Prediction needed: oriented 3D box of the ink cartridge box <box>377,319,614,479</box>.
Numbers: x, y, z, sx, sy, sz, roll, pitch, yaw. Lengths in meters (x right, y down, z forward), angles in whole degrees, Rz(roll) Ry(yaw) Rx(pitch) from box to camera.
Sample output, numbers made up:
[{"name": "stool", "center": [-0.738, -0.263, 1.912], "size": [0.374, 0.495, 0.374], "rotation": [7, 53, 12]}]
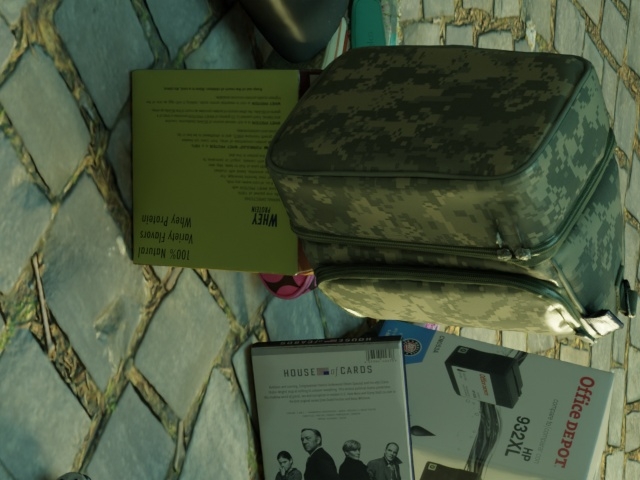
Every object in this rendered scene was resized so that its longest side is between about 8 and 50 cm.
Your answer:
[{"name": "ink cartridge box", "center": [0.194, 0.241, 1.994], "size": [0.223, 0.307, 0.129], "rotation": [-60, 158, -51]}]

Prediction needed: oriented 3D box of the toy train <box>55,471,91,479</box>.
[{"name": "toy train", "center": [-0.226, 0.303, 1.528], "size": [0.105, 0.080, 0.184], "rotation": [-69, 146, -49]}]

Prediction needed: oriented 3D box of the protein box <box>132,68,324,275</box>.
[{"name": "protein box", "center": [-0.076, -0.075, 1.644], "size": [0.136, 0.199, 0.201], "rotation": [-9, 101, -61]}]

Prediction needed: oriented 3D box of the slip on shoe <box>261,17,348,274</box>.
[{"name": "slip on shoe", "center": [-0.014, -0.111, 1.816], "size": [0.101, 0.123, 0.331], "rotation": [26, 61, -41]}]

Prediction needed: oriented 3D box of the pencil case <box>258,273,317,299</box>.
[{"name": "pencil case", "center": [0.000, 0.000, 1.919], "size": [0.098, 0.095, 0.209], "rotation": [60, 32, 2]}]

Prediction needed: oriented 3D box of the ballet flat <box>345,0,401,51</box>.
[{"name": "ballet flat", "center": [0.064, -0.315, 2.049], "size": [0.077, 0.091, 0.241], "rotation": [160, -62, -87]}]

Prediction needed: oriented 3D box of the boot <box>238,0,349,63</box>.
[{"name": "boot", "center": [-0.115, -0.321, 1.636], "size": [0.445, 0.146, 0.367], "rotation": [55, 47, -56]}]

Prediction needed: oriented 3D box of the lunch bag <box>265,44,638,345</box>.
[{"name": "lunch bag", "center": [0.134, -0.027, 1.508], "size": [0.213, 0.305, 0.256], "rotation": [-59, 140, -38]}]

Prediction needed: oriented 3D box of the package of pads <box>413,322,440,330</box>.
[{"name": "package of pads", "center": [0.144, 0.130, 2.271], "size": [0.050, 0.032, 0.083], "rotation": [63, 39, -46]}]

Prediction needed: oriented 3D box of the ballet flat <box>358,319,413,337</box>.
[{"name": "ballet flat", "center": [0.072, 0.129, 2.136], "size": [0.173, 0.049, 0.057], "rotation": [-39, 148, -49]}]

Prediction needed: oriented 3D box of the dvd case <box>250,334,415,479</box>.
[{"name": "dvd case", "center": [0.018, 0.230, 1.881], "size": [0.029, 0.179, 0.239], "rotation": [-67, 153, -73]}]
